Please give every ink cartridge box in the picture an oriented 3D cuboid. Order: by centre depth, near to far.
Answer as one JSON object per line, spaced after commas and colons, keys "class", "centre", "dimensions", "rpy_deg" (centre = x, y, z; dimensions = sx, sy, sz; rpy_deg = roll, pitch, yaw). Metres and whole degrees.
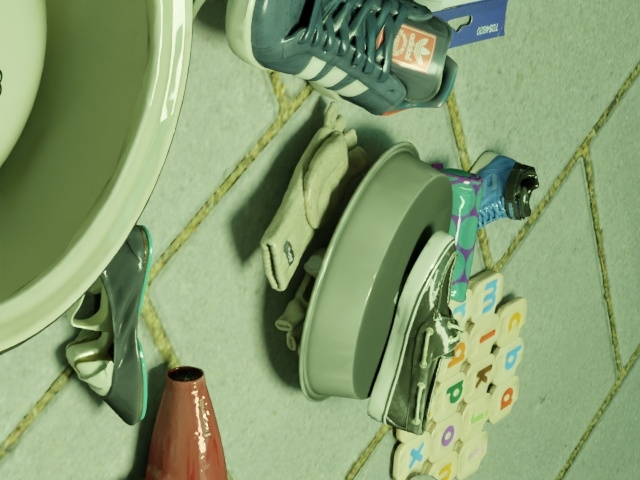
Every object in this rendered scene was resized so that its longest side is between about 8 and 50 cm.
{"class": "ink cartridge box", "centre": [0.177, -0.316, 1.787], "dimensions": [0.223, 0.045, 0.224], "rpy_deg": [-22, 123, -52]}

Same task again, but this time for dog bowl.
{"class": "dog bowl", "centre": [-0.270, -0.126, 1.096], "dimensions": [0.408, 0.150, 0.408], "rpy_deg": [-31, 130, -47]}

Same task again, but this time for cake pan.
{"class": "cake pan", "centre": [0.065, 0.042, 1.718], "dimensions": [0.293, 0.054, 0.293], "rpy_deg": [-56, 159, -36]}

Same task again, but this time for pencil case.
{"class": "pencil case", "centre": [0.144, -0.007, 1.859], "dimensions": [0.064, 0.070, 0.151], "rpy_deg": [0, 105, -33]}

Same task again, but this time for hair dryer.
{"class": "hair dryer", "centre": [-0.166, 0.255, 1.509], "dimensions": [0.223, 0.080, 0.293], "rpy_deg": [41, 70, -55]}

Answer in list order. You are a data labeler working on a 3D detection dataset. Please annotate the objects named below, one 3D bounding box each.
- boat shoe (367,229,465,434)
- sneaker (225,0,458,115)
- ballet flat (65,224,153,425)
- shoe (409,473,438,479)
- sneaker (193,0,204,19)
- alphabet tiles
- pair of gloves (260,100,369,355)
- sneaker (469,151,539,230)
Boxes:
{"class": "boat shoe", "centre": [0.115, 0.098, 1.719], "dimensions": [0.078, 0.070, 0.219], "rpy_deg": [-23, 131, -67]}
{"class": "sneaker", "centre": [0.035, -0.190, 1.482], "dimensions": [0.350, 0.148, 0.131], "rpy_deg": [10, 98, -69]}
{"class": "ballet flat", "centre": [-0.187, 0.075, 1.411], "dimensions": [0.074, 0.074, 0.203], "rpy_deg": [-31, 136, -47]}
{"class": "shoe", "centre": [0.104, 0.374, 1.991], "dimensions": [0.178, 0.063, 0.081], "rpy_deg": [-59, 147, -10]}
{"class": "sneaker", "centre": [-0.144, -0.231, 1.315], "dimensions": [0.222, 0.083, 0.118], "rpy_deg": [-58, 142, -39]}
{"class": "alphabet tiles", "centre": [0.174, 0.183, 2.052], "dimensions": [0.278, 0.021, 0.284], "rpy_deg": [-24, 125, -47]}
{"class": "pair of gloves", "centre": [0.000, 0.000, 1.670], "dimensions": [0.204, 0.042, 0.240], "rpy_deg": [-61, 153, -29]}
{"class": "sneaker", "centre": [0.201, -0.039, 1.923], "dimensions": [0.152, 0.085, 0.058], "rpy_deg": [-50, 142, -31]}
